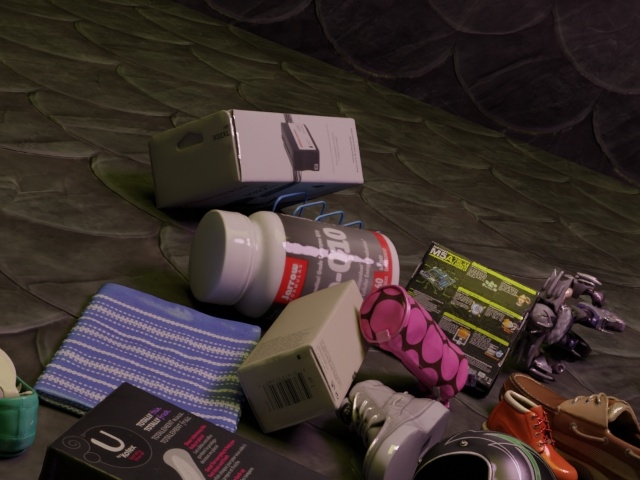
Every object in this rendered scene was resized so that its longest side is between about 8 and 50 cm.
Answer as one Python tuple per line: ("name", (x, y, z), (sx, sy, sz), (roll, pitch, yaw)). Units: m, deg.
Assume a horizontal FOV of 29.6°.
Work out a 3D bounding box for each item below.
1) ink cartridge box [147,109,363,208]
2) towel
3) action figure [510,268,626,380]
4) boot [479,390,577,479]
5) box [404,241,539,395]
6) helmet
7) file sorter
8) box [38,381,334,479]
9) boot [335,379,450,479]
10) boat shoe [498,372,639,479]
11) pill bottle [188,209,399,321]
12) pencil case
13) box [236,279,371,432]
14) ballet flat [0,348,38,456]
("ink cartridge box", (-0.111, -0.136, 2.121), (0.223, 0.129, 0.307), (-14, -8, 42))
("towel", (-0.203, 0.152, 1.538), (0.243, 0.040, 0.336), (19, 19, -2))
("action figure", (0.404, 0.138, 1.994), (0.099, 0.185, 0.285), (41, 14, 26))
("boot", (0.295, 0.272, 1.651), (0.158, 0.084, 0.059), (36, 19, 30))
("box", (0.213, 0.118, 1.869), (0.191, 0.045, 0.184), (25, 64, 14))
("helmet", (0.189, 0.294, 1.368), (0.169, 0.169, 0.161), (9, 38, -31))
("file sorter", (0.000, 0.000, 2.056), (0.170, 0.104, 0.118), (29, 20, 23))
("box", (-0.119, 0.272, 1.136), (0.270, 0.143, 0.165), (24, 20, 10))
("boot", (0.070, 0.242, 1.519), (0.123, 0.095, 0.258), (20, 10, 18))
("boat shoe", (0.393, 0.272, 1.687), (0.122, 0.120, 0.324), (5, 25, -47))
("pill bottle", (-0.040, 0.044, 1.807), (0.283, 0.161, 0.161), (10, 22, -27))
("pencil case", (0.132, 0.149, 1.686), (0.095, 0.098, 0.209), (-7, -35, 34))
("box", (-0.012, 0.146, 1.599), (0.113, 0.094, 0.275), (-20, 9, 19))
("ballet flat", (-0.377, 0.135, 1.331), (0.083, 0.087, 0.247), (1, 27, -44))
